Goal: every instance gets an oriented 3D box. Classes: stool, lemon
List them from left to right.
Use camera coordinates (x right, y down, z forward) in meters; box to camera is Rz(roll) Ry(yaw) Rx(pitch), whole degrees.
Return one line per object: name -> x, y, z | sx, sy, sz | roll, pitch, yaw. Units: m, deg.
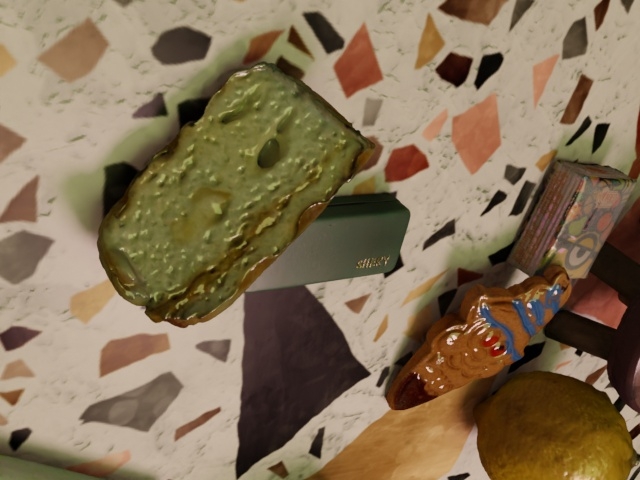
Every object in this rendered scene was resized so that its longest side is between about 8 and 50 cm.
lemon -> 0.327, 0.284, 1.040 | 0.192, 0.231, 0.192 | 14, 90, -69
stool -> 0.460, 0.086, 1.014 | 0.272, 0.178, 0.272 | -19, 130, -25

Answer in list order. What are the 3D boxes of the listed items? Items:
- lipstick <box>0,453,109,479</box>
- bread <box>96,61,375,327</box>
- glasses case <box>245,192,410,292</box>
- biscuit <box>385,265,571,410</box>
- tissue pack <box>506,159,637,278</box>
lipstick -> -0.251, 0.248, 0.681 | 0.076, 0.076, 0.304 | -48, 136, 3
bread -> -0.075, -0.037, 0.597 | 0.128, 0.088, 0.232 | 44, 85, -10
glasses case -> 0.000, 0.000, 0.711 | 0.184, 0.039, 0.077 | -7, 124, -33
biscuit -> 0.194, 0.127, 0.911 | 0.280, 0.043, 0.183 | -41, 135, 10
tissue pack -> 0.311, -0.022, 0.911 | 0.109, 0.060, 0.148 | -1, 122, -37
